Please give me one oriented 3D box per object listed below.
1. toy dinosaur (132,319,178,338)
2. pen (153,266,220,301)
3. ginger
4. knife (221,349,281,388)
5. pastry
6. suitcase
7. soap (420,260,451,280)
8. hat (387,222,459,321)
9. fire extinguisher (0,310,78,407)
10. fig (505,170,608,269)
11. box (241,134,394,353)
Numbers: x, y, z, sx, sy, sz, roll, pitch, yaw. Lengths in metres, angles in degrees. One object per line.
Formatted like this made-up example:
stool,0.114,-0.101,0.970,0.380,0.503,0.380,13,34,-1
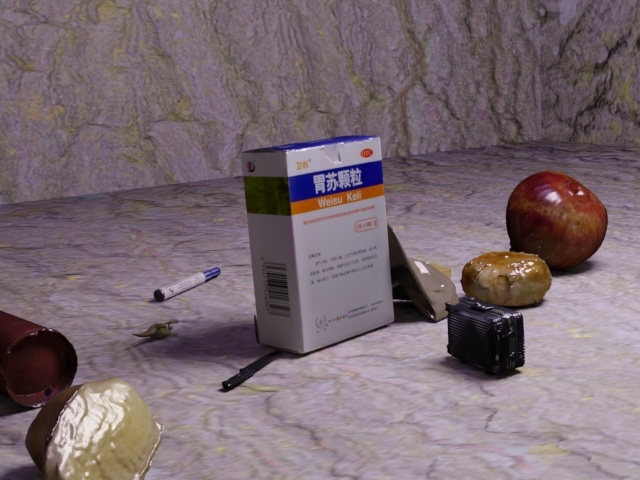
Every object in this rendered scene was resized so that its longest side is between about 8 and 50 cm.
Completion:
toy dinosaur,-0.254,0.142,1.521,0.041,0.026,0.113,-7,1,18
pen,-0.250,0.081,1.842,0.025,0.025,0.204,2,12,26
ginger,-0.260,0.222,1.003,0.123,0.115,0.193,-23,14,16
knife,-0.093,0.177,1.347,0.023,0.010,0.170,8,13,23
pastry,0.309,0.064,1.615,0.153,0.081,0.153,-7,21,3
suitcase,0.222,0.127,1.307,0.059,0.086,0.126,-11,13,-27
soap,0.106,0.078,1.714,0.252,0.037,0.092,-10,12,-28
hat,0.144,0.037,1.579,0.144,0.173,0.166,-18,21,-39
fire extinguisher,-0.483,0.160,1.358,0.337,0.106,0.147,7,40,47
fig,0.432,-0.030,1.816,0.205,0.205,0.205,-3,11,1
box,0.000,0.000,1.462,0.200,0.299,0.106,-14,14,-43
